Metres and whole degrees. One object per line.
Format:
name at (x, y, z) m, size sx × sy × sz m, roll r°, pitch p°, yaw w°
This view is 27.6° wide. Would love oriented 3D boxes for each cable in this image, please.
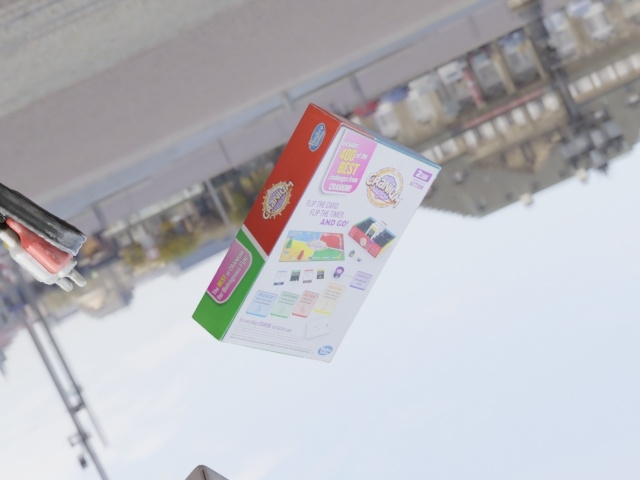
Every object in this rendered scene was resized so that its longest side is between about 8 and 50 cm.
cable at (-0.368, -0.037, 1.419) m, size 0.139 × 0.287 × 0.072 m, roll 9°, pitch -113°, yaw 61°

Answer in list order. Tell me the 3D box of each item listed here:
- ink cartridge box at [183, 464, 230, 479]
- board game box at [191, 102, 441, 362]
ink cartridge box at (-0.131, 0.320, 0.799) m, size 0.296 × 0.066 × 0.261 m, roll -47°, pitch -154°, yaw 9°
board game box at (0.000, 0.000, 1.711) m, size 0.242 × 0.064 × 0.316 m, roll 19°, pitch 104°, yaw -52°
